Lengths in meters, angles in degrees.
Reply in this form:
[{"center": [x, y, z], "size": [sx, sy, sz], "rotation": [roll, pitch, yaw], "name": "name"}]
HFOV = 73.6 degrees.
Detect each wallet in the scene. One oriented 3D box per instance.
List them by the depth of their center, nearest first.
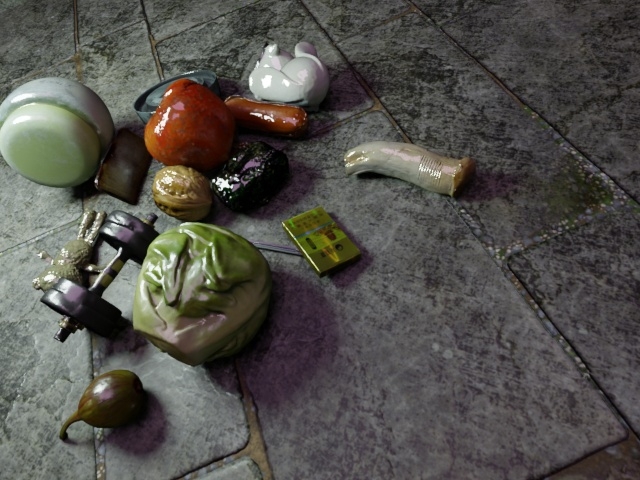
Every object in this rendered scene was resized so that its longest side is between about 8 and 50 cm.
[{"center": [-0.625, -0.245, 1.375], "size": [0.031, 0.137, 0.255], "rotation": [-25, 47, 37], "name": "wallet"}]

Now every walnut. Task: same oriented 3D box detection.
[{"center": [-0.387, -0.133, 1.223], "size": [0.184, 0.155, 0.155], "rotation": [22, 65, 21], "name": "walnut"}]

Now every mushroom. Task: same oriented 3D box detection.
[{"center": [0.231, -0.201, 1.152], "size": [0.351, 0.095, 0.122], "rotation": [14, 79, 24], "name": "mushroom"}]

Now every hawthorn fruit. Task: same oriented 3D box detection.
[{"center": [-0.357, -0.325, 1.296], "size": [0.308, 0.276, 0.275], "rotation": [22, 59, -12], "name": "hawthorn fruit"}]

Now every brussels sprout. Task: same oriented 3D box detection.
[{"center": [-0.273, 0.109, 0.984], "size": [0.328, 0.247, 0.327], "rotation": [-7, 52, 10], "name": "brussels sprout"}]

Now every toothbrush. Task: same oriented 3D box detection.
[{"center": [-0.190, 0.002, 1.160], "size": [0.354, 0.024, 0.029], "rotation": [9, 61, 19], "name": "toothbrush"}]

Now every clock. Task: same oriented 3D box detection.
[{"center": [-0.502, -0.505, 1.510], "size": [0.313, 0.061, 0.312], "rotation": [-10, 42, 9], "name": "clock"}]

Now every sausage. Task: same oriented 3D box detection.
[{"center": [-0.187, -0.395, 1.379], "size": [0.331, 0.102, 0.102], "rotation": [18, 63, 23], "name": "sausage"}]

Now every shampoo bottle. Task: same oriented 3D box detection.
[{"center": [-0.834, -0.350, 1.375], "size": [0.323, 0.322, 0.317], "rotation": [-17, 43, 3], "name": "shampoo bottle"}]

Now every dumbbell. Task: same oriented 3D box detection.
[{"center": [-0.541, 0.083, 1.098], "size": [0.185, 0.185, 0.388], "rotation": [16, 62, 23], "name": "dumbbell"}]

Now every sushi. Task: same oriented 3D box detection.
[{"center": [-0.193, -0.180, 1.220], "size": [0.127, 0.124, 0.225], "rotation": [36, 71, 31], "name": "sushi"}]

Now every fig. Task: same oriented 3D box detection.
[{"center": [-0.504, 0.376, 0.951], "size": [0.236, 0.124, 0.124], "rotation": [-30, 54, 9], "name": "fig"}]

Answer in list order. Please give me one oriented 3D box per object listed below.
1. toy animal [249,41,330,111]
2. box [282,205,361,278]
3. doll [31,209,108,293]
[{"center": [-0.088, -0.545, 1.405], "size": [0.289, 0.174, 0.249], "rotation": [15, 63, 24], "name": "toy animal"}, {"center": [0.000, 0.000, 1.096], "size": [0.121, 0.030, 0.193], "rotation": [-25, 53, -20], "name": "box"}, {"center": [-0.710, 0.037, 1.231], "size": [0.203, 0.091, 0.285], "rotation": [-5, 62, -29], "name": "doll"}]
